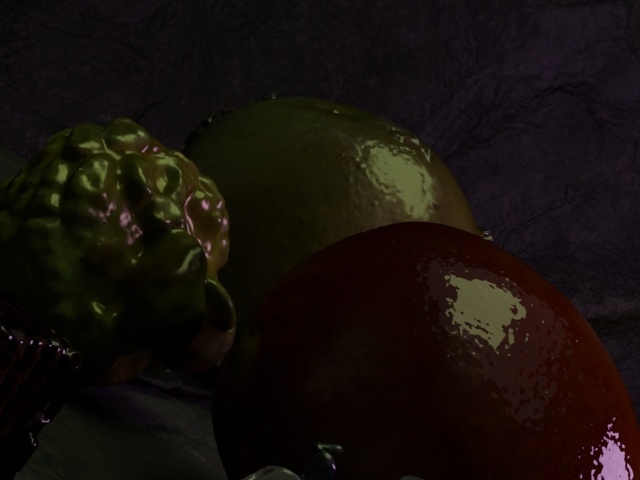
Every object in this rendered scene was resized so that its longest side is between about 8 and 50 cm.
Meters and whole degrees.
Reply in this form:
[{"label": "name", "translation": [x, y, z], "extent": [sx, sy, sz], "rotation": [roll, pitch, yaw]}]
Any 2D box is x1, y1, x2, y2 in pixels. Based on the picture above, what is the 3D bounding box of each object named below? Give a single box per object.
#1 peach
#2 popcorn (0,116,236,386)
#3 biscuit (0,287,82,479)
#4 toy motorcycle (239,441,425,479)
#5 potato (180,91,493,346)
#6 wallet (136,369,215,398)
[{"label": "peach", "translation": [0.087, 0.152, 1.035], "extent": [0.332, 0.308, 0.308], "rotation": [48, 5, 19]}, {"label": "popcorn", "translation": [-0.166, 0.024, 1.181], "extent": [0.251, 0.206, 0.237], "rotation": [43, 7, -15]}, {"label": "biscuit", "translation": [-0.289, -0.002, 0.726], "extent": [0.388, 0.107, 0.073], "rotation": [34, 0, 24]}, {"label": "toy motorcycle", "translation": [0.054, 0.193, 0.757], "extent": [0.327, 0.143, 0.188], "rotation": [9, 5, -14]}, {"label": "potato", "translation": [0.000, 0.000, 1.659], "extent": [0.442, 0.319, 0.385], "rotation": [14, -9, 33]}, {"label": "wallet", "translation": [-0.235, 0.076, 1.419], "extent": [0.247, 0.041, 0.323], "rotation": [35, -2, 19]}]
